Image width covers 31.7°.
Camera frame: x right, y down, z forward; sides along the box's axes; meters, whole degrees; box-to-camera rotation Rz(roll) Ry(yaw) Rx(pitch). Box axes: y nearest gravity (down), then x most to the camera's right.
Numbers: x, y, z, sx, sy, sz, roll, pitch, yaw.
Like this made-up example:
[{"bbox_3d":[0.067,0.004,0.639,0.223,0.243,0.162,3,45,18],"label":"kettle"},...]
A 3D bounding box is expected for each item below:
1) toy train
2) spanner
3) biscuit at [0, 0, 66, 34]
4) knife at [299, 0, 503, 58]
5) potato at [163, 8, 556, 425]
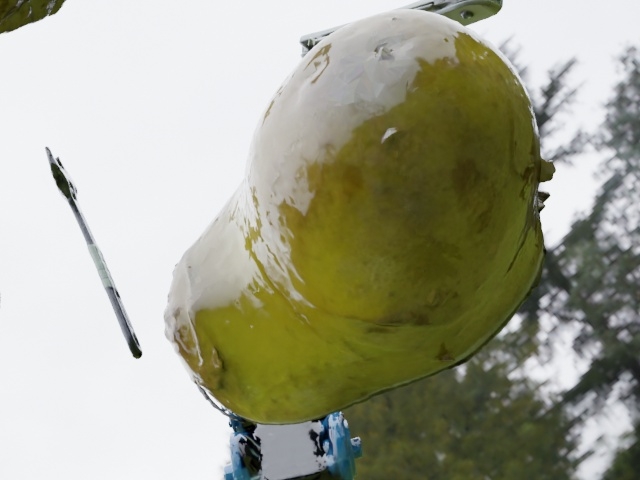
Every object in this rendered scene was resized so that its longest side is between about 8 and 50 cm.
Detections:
[{"bbox_3d":[-0.035,0.306,1.570,0.188,0.300,0.265,-11,-57,-2],"label":"toy train"},{"bbox_3d":[-0.286,0.011,1.410,0.024,0.316,0.087,-24,-26,-9],"label":"spanner"},{"bbox_3d":[-0.354,-0.336,1.423,0.174,0.039,0.183,-51,-3,36],"label":"biscuit"},{"bbox_3d":[0.082,-0.246,1.300,0.265,0.041,0.073,-10,-12,38],"label":"knife"},{"bbox_3d":[0.002,-0.041,0.992,0.397,0.290,0.296,-16,-34,13],"label":"potato"}]
